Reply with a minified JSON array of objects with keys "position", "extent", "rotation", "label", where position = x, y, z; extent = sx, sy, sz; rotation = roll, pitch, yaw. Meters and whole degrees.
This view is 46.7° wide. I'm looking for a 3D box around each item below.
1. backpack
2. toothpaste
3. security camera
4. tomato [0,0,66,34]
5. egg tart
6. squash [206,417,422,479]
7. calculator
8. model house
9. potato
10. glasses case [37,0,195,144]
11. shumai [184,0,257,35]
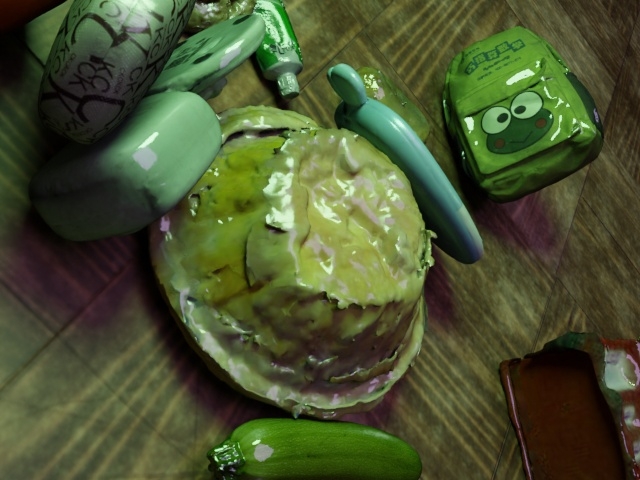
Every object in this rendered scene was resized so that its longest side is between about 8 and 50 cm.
[{"position":[0.290,-0.188,1.102],"extent":[0.140,0.207,0.253],"rotation":[34,35,-57],"label":"backpack"},{"position":[-0.074,-0.287,0.915],"extent":[0.078,0.047,0.247],"rotation":[-11,75,-29],"label":"toothpaste"},{"position":[-0.138,-0.114,0.684],"extent":[0.080,0.157,0.301],"rotation":[58,38,-29],"label":"security camera"},{"position":[-0.303,-0.265,0.579],"extent":[0.260,0.180,0.259],"rotation":[20,58,-36],"label":"tomato"},{"position":[0.000,0.000,0.750],"extent":[0.352,0.150,0.351],"rotation":[18,56,-29],"label":"egg tart"},{"position":[0.000,0.204,0.704],"extent":[0.258,0.069,0.069],"rotation":[17,57,-38],"label":"squash"},{"position":[0.097,-0.085,0.887],"extent":[0.302,0.042,0.188],"rotation":[48,-2,-25],"label":"calculator"},{"position":[0.387,0.231,1.001],"extent":[0.254,0.160,0.195],"rotation":[9,63,-44],"label":"model house"},{"position":[0.085,-0.169,0.985],"extent":[0.138,0.070,0.091],"rotation":[45,38,-19],"label":"potato"},{"position":[-0.161,-0.197,0.641],"extent":[0.085,0.137,0.354],"rotation":[30,25,-19],"label":"glasses case"},{"position":[-0.137,-0.303,0.832],"extent":[0.139,0.105,0.123],"rotation":[18,60,-3],"label":"shumai"}]
